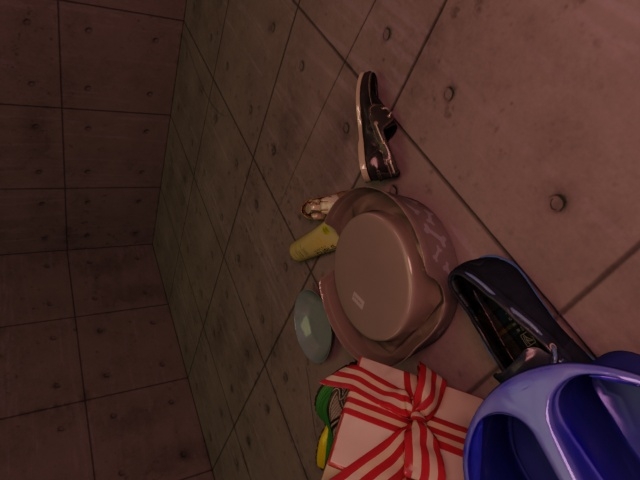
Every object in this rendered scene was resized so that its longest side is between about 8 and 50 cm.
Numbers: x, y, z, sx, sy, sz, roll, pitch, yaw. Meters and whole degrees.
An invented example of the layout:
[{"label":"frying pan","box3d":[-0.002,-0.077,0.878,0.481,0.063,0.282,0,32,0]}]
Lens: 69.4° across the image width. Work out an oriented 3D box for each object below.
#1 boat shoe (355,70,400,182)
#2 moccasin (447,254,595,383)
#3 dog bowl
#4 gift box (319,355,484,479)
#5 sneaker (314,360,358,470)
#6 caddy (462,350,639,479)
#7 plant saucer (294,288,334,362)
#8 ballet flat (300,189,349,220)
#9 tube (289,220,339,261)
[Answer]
[{"label":"boat shoe","box3d":[0.116,-0.232,0.928,0.079,0.084,0.232,-8,78,21]},{"label":"moccasin","box3d":[0.284,0.176,0.640,0.341,0.117,0.137,60,141,36]},{"label":"dog bowl","box3d":[0.124,0.068,0.909,0.349,0.102,0.348,13,105,59]},{"label":"gift box","box3d":[0.105,0.358,0.740,0.255,0.277,0.257,-68,-7,-60]},{"label":"sneaker","box3d":[0.079,0.418,1.033,0.146,0.134,0.343,27,126,47]},{"label":"caddy","box3d":[0.292,0.270,0.428,0.241,0.179,0.341,-41,69,29]},{"label":"plant saucer","box3d":[-0.010,0.222,1.216,0.195,0.038,0.194,12,104,59]},{"label":"ballet flat","box3d":[0.016,-0.076,1.101,0.206,0.067,0.072,-10,84,59]},{"label":"tube","box3d":[0.000,0.000,1.144,0.240,0.070,0.062,-25,59,56]}]
